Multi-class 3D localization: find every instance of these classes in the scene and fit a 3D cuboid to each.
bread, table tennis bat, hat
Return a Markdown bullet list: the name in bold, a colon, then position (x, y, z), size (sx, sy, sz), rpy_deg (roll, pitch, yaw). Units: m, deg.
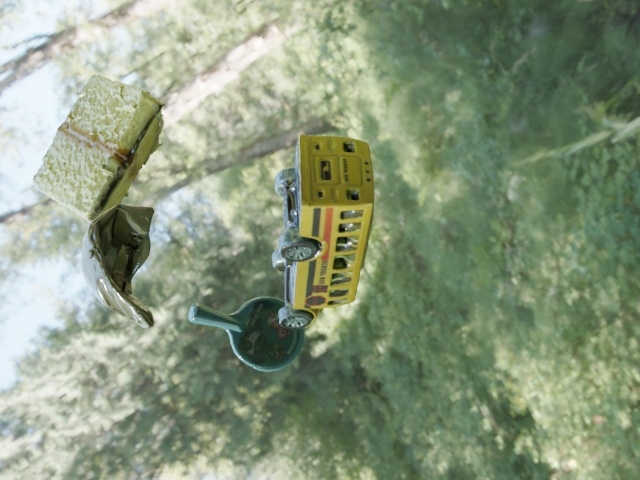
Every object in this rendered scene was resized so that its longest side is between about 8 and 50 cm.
- **bread**: position (-0.379, -0.149, 1.794), size (0.198, 0.263, 0.236), rpy_deg (32, 173, -37)
- **table tennis bat**: position (-0.123, 0.146, 1.578), size (0.201, 0.124, 0.033), rpy_deg (18, 174, -15)
- **hat**: position (-0.246, 0.050, 1.145), size (0.175, 0.085, 0.147), rpy_deg (121, 147, -65)

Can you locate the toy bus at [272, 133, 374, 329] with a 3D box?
- **toy bus**: position (0.000, 0.000, 1.274), size (0.335, 0.123, 0.121), rpy_deg (96, 171, -58)
